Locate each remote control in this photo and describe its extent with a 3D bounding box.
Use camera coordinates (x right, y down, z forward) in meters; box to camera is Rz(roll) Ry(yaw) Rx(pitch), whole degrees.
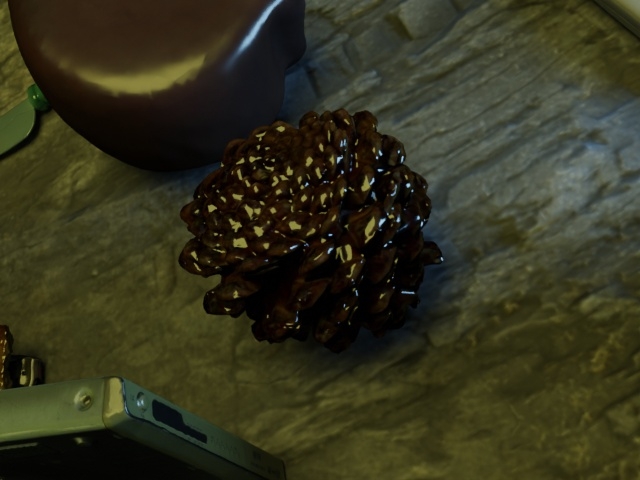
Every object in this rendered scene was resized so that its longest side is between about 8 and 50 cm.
[{"bbox_3d":[-0.385,0.145,1.114,0.212,0.028,0.059,-1,67,24],"label":"remote control"}]

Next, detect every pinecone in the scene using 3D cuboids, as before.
[{"bbox_3d":[0.000,0.000,0.903,0.221,0.221,0.222,-10,63,21],"label":"pinecone"}]

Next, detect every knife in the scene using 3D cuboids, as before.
[{"bbox_3d":[-0.348,-0.145,1.234,0.260,0.034,0.063,-37,60,12],"label":"knife"}]

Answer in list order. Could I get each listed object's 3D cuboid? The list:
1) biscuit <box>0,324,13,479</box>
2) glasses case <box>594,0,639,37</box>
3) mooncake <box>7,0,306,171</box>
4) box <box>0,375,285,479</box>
[{"bbox_3d":[-0.360,0.187,1.064,0.126,0.025,0.206,-1,81,24],"label":"biscuit"},{"bbox_3d":[0.303,-0.225,0.951,0.076,0.049,0.197,-40,57,3],"label":"glasses case"},{"bbox_3d":[-0.163,-0.246,1.099,0.325,0.174,0.334,28,73,22],"label":"mooncake"},{"bbox_3d":[-0.174,0.176,0.859,0.210,0.270,0.045,-10,63,19],"label":"box"}]
